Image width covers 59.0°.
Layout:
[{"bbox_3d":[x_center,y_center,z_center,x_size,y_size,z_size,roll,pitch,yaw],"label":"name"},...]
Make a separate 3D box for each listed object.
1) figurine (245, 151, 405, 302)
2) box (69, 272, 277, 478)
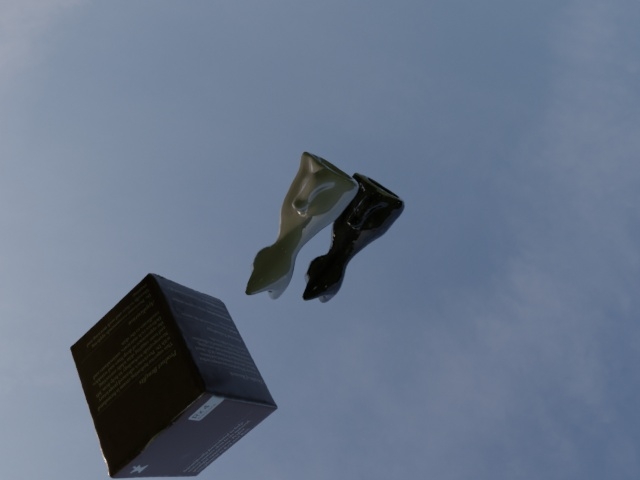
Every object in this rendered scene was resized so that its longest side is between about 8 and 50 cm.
[{"bbox_3d":[0.000,0.000,0.808,0.092,0.214,0.210,39,-75,33],"label":"figurine"},{"bbox_3d":[-0.202,0.187,0.776,0.168,0.167,0.203,-41,-123,9],"label":"box"}]
